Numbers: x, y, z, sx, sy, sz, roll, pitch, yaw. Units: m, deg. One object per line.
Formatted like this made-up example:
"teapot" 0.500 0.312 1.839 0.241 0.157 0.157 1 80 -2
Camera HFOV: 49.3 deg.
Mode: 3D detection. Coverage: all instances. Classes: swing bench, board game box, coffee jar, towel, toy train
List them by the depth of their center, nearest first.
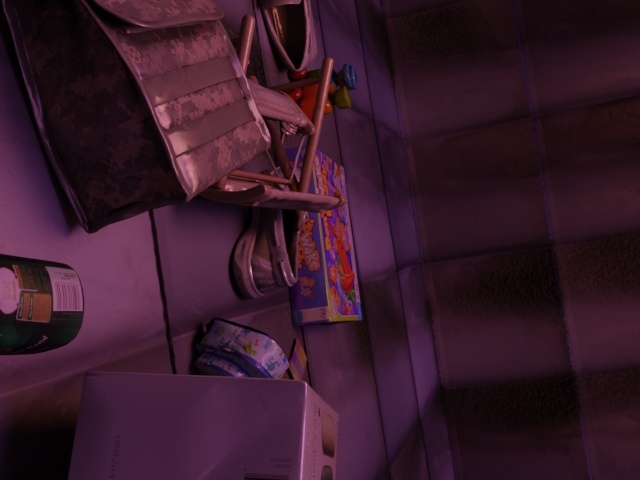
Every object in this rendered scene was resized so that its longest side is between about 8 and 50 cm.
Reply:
"coffee jar" -0.274 0.047 0.531 0.184 0.096 0.079 25 55 -68
"swing bench" -0.094 -0.166 1.053 0.253 0.165 0.255 3 82 -63
"towel" -0.044 0.230 1.306 0.083 0.009 0.060 -74 150 -52
"board game box" 0.000 0.000 1.447 0.233 0.078 0.347 16 66 -71
"toy train" 0.001 -0.287 1.486 0.248 0.143 0.105 -81 155 -45

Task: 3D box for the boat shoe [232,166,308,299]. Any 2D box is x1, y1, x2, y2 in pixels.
"boat shoe" -0.065 -0.024 1.212 0.320 0.103 0.118 -74 150 -53

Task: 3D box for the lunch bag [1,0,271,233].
"lunch bag" -0.201 -0.190 0.778 0.287 0.168 0.235 68 23 -13

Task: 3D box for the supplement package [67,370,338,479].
"supplement package" -0.095 0.246 0.669 0.263 0.197 0.200 70 22 -70

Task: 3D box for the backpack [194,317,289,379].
"backpack" -0.108 0.170 0.961 0.084 0.114 0.105 -62 146 -31

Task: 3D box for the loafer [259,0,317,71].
"loafer" -0.072 -0.504 1.425 0.111 0.111 0.320 -84 159 -62
